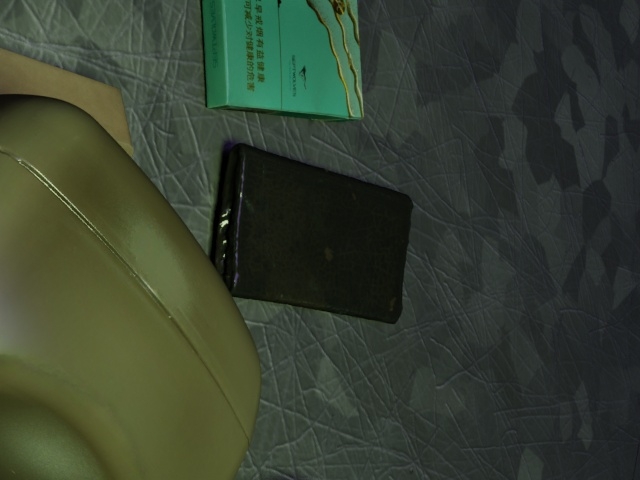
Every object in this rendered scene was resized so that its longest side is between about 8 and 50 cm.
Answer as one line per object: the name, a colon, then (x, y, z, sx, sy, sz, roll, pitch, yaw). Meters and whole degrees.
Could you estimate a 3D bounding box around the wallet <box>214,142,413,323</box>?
wallet: (0.000, 0.000, 1.303, 0.321, 0.044, 0.170, 14, 77, -49)

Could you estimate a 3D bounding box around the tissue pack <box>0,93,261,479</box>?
tissue pack: (-0.222, 0.068, 0.879, 0.387, 0.267, 0.277, 56, 46, -36)

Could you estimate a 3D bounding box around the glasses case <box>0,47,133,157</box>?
glasses case: (-0.275, -0.128, 1.012, 0.193, 0.070, 0.102, 15, 48, -44)

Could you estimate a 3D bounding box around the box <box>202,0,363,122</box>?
box: (-0.040, -0.226, 1.280, 0.229, 0.041, 0.162, -2, 88, -47)
